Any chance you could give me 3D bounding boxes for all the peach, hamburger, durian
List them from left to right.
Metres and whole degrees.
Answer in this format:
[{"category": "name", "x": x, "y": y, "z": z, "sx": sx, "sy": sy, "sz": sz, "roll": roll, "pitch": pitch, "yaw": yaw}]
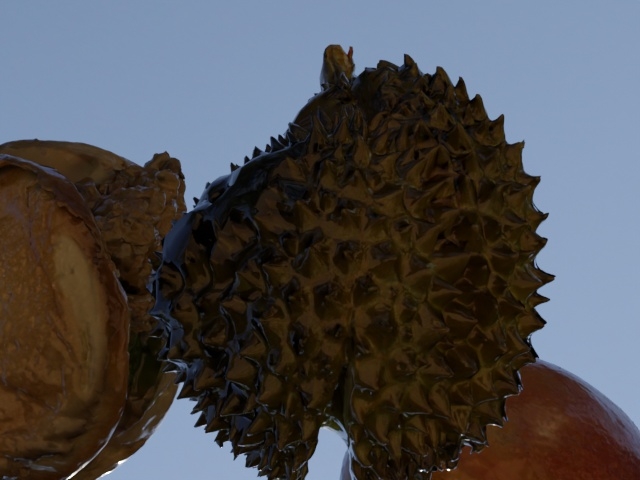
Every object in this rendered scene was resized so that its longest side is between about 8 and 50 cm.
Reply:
[{"category": "hamburger", "x": -0.203, "y": 0.047, "z": 1.317, "sx": 0.286, "sy": 0.243, "sz": 0.146, "roll": -55, "pitch": -20, "yaw": 10}, {"category": "durian", "x": 0.000, "y": 0.000, "z": 0.971, "sx": 0.138, "sy": 0.193, "sz": 0.237, "roll": 19, "pitch": -128, "yaw": -45}, {"category": "peach", "x": 0.156, "y": 0.219, "z": 1.587, "sx": 0.281, "sy": 0.281, "sz": 0.238, "roll": 36, "pitch": -87, "yaw": -28}]
